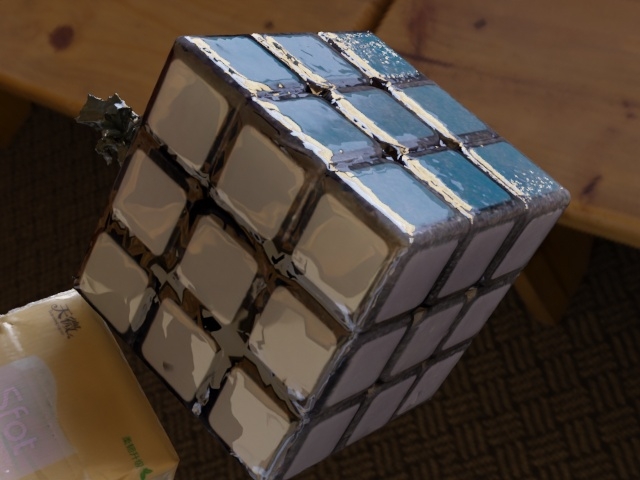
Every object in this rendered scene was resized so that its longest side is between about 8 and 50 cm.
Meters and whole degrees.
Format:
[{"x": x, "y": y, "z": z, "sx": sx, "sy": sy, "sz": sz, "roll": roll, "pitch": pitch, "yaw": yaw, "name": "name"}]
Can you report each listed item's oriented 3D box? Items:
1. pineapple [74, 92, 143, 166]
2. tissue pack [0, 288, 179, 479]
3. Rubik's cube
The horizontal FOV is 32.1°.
[{"x": -0.303, "y": -0.161, "z": 1.858, "sx": 0.128, "sy": 0.248, "sz": 0.128, "roll": -10, "pitch": 67, "yaw": 25, "name": "pineapple"}, {"x": -0.262, "y": 0.171, "z": 1.060, "sx": 0.186, "sy": 0.090, "sz": 0.222, "roll": -20, "pitch": 66, "yaw": -27, "name": "tissue pack"}, {"x": 0.000, "y": 0.000, "z": 1.077, "sx": 0.301, "sy": 0.305, "sz": 0.303, "roll": 42, "pitch": 123, "yaw": 22, "name": "Rubik's cube"}]
